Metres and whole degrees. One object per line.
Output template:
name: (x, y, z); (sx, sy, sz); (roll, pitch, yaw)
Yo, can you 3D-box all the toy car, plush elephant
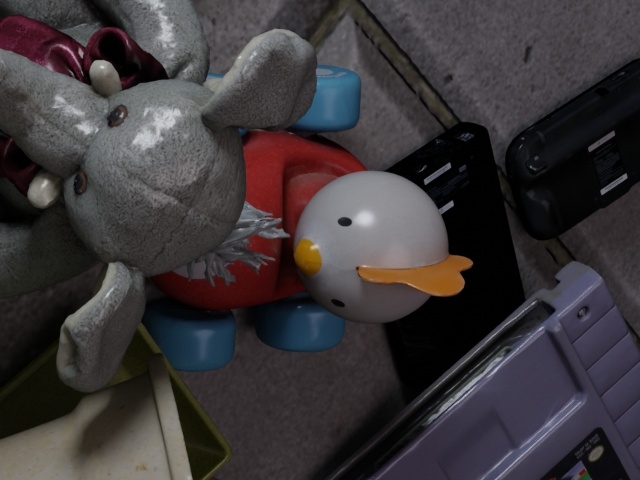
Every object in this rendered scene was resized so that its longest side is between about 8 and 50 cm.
toy car: (0.000, 0.000, 1.453); (0.210, 0.238, 0.219); (-8, 108, -38)
plush elephant: (-0.145, -0.061, 1.235); (0.330, 0.255, 0.272); (30, 86, -13)

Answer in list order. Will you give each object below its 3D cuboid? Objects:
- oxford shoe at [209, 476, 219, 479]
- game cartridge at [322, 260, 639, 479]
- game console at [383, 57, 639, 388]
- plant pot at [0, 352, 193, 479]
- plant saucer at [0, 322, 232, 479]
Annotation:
oxford shoe: (-0.150, 0.371, 1.509); (0.140, 0.146, 0.397); (34, 81, -41)
game cartridge: (0.148, 0.211, 1.730); (0.355, 0.068, 0.230); (-41, 124, -11)
game console: (0.190, -0.031, 1.736); (0.361, 0.044, 0.213); (-32, 124, -28)
plant pot: (-0.217, 0.268, 1.294); (0.305, 0.334, 0.333); (-12, 115, -6)
plant saucer: (-0.184, 0.154, 1.468); (0.188, 0.045, 0.188); (-42, 127, -14)
